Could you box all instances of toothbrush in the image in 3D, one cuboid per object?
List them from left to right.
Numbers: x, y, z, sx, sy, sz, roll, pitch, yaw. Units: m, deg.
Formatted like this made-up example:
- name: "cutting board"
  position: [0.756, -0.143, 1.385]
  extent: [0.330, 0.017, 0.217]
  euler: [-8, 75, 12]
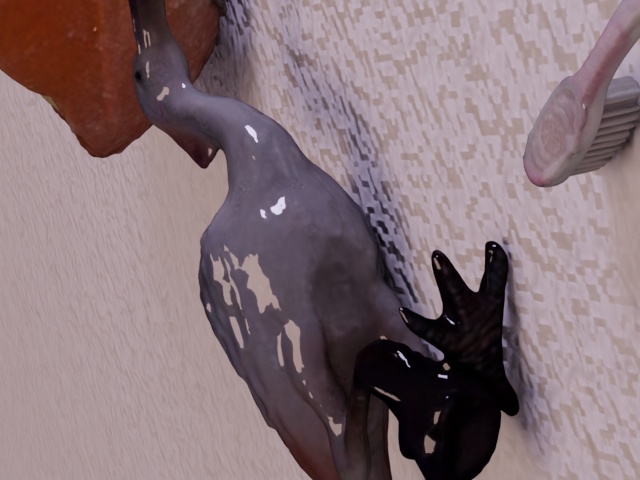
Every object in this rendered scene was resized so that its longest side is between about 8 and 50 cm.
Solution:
- name: "toothbrush"
  position: [0.122, -0.104, 0.534]
  extent: [0.307, 0.029, 0.025]
  euler: [114, 139, -56]

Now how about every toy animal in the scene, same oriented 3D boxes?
- name: "toy animal"
  position: [-0.011, 0.007, 0.869]
  extent: [0.324, 0.090, 0.195]
  euler: [50, 142, 34]

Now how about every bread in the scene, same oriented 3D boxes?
- name: "bread"
  position: [-0.150, -0.155, 1.047]
  extent: [0.190, 0.123, 0.244]
  euler: [50, 179, -18]
